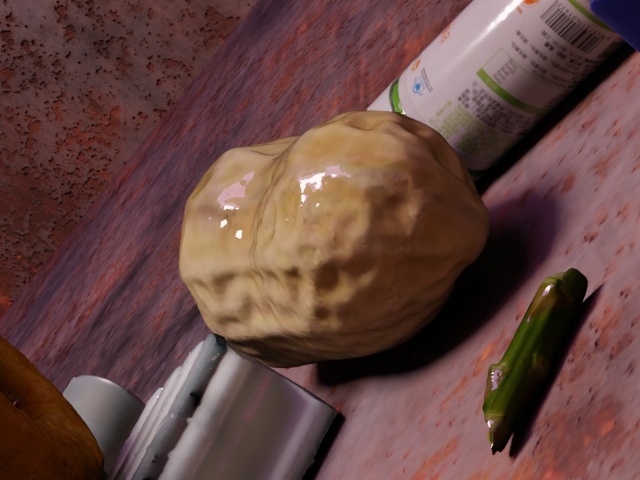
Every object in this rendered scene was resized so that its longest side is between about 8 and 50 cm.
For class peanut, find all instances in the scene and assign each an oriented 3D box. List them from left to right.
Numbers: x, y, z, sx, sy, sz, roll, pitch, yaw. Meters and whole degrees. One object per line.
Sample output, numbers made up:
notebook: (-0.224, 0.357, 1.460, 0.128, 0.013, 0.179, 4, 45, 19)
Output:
peanut: (0.000, 0.000, 1.152, 0.152, 0.152, 0.313, -56, 14, -15)

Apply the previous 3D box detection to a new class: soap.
soap: (-0.097, 0.190, 1.128, 0.150, 0.094, 0.261, -45, 14, 54)

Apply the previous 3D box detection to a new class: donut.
donut: (-0.224, 0.112, 1.111, 0.114, 0.226, 0.226, -47, 12, 3)

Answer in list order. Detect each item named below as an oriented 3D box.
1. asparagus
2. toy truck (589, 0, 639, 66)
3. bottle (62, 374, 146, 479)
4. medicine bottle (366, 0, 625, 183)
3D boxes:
asparagus: (0.098, 0.057, 0.906, 0.021, 0.025, 0.108, -19, 34, 53)
toy truck: (0.175, -0.149, 0.845, 0.161, 0.177, 0.213, -48, 13, 26)
bottle: (-0.230, 0.236, 1.506, 0.082, 0.082, 0.286, -36, 21, 54)
medicine bottle: (0.114, -0.110, 1.191, 0.183, 0.086, 0.086, -44, 14, 33)
